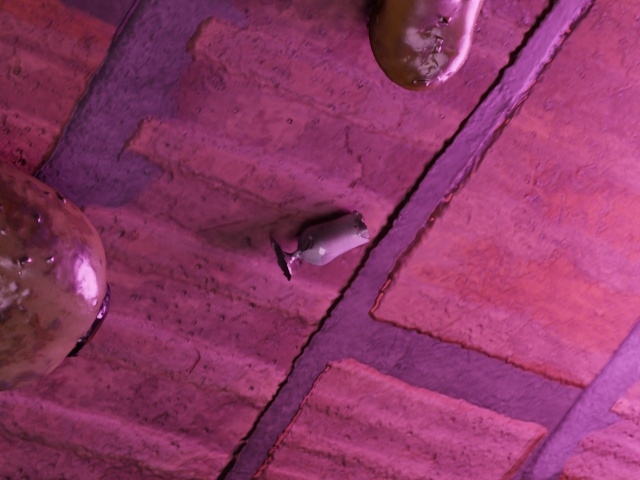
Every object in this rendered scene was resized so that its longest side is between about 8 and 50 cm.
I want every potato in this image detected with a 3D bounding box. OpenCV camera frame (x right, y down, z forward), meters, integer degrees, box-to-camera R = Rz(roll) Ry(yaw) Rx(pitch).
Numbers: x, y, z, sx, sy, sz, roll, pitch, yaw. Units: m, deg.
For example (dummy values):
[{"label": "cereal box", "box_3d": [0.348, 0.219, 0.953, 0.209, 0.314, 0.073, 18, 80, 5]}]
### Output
[{"label": "potato", "box_3d": [0.088, -0.187, 1.532, 0.091, 0.070, 0.138, 3, 121, -26]}]

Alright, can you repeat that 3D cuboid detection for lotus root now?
[{"label": "lotus root", "box_3d": [-0.300, 0.008, 1.440, 0.309, 0.173, 0.173, 26, 110, -31]}]

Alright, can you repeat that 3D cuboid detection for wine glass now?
[{"label": "wine glass", "box_3d": [0.000, 0.000, 1.655, 0.083, 0.042, 0.039, -24, 169, -11]}]
